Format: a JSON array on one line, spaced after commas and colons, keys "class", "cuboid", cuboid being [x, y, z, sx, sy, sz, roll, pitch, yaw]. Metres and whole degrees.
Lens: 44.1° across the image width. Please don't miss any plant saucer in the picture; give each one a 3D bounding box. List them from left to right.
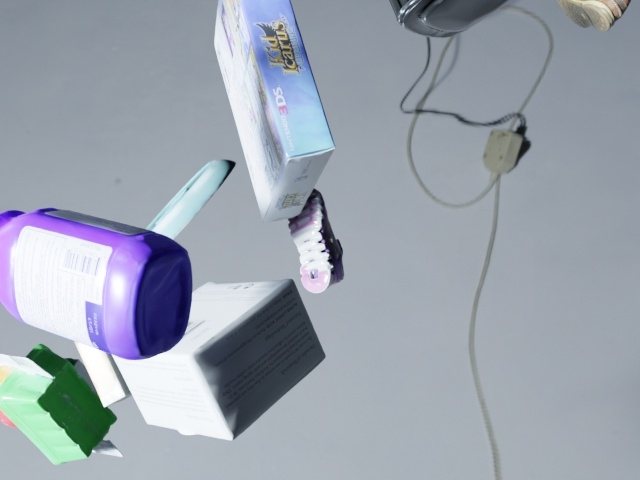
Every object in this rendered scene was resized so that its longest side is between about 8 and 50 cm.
[{"class": "plant saucer", "cuboid": [-0.298, -0.061, 1.651, 0.043, 0.317, 0.318, 42, 74, -13]}]

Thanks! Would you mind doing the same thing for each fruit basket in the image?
[{"class": "fruit basket", "cuboid": [-0.616, 0.337, 1.707, 0.353, 0.327, 0.165, 3, 44, 43]}]

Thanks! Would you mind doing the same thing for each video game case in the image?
[{"class": "video game case", "cuboid": [-0.065, -0.185, 0.964, 0.061, 0.244, 0.270, -14, 78, -12]}]

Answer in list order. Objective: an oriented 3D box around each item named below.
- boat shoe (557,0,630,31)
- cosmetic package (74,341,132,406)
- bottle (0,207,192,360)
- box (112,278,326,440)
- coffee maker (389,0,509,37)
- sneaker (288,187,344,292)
[{"class": "boat shoe", "cuboid": [0.447, -0.390, 1.300, 0.060, 0.064, 0.178, -39, 26, 6]}, {"class": "cosmetic package", "cuboid": [-0.311, 0.179, 1.157, 0.041, 0.060, 0.115, -29, 82, 13]}, {"class": "bottle", "cuboid": [-0.256, 0.029, 0.771, 0.282, 0.092, 0.118, 12, 105, 29]}, {"class": "box", "cuboid": [-0.127, 0.142, 0.989, 0.182, 0.180, 0.119, -36, 111, -40]}, {"class": "coffee maker", "cuboid": [0.061, -0.226, 0.520, 0.120, 0.171, 0.178, -18, 79, -34]}, {"class": "sneaker", "cuboid": [0.000, 0.000, 1.762, 0.095, 0.104, 0.237, -18, 77, 37]}]
